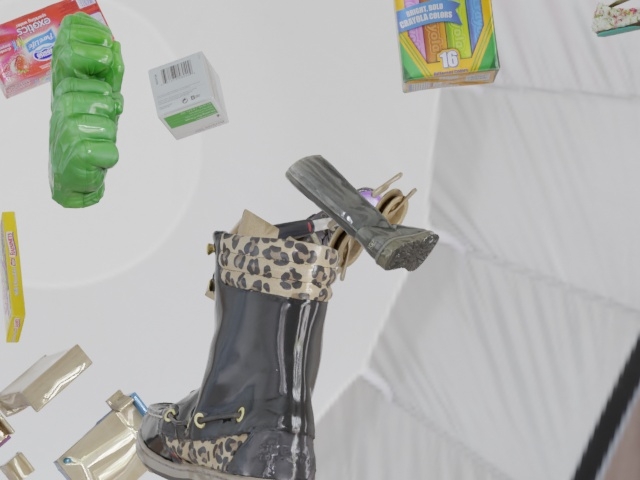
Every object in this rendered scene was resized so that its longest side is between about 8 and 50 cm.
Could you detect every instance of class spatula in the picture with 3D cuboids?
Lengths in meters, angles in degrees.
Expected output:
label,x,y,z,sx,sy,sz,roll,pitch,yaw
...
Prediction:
label,x,y,z,sx,sy,sz,roll,pitch,yaw
spatula,-0.002,-0.027,1.903,0.296,0.084,0.030,-11,2,-42

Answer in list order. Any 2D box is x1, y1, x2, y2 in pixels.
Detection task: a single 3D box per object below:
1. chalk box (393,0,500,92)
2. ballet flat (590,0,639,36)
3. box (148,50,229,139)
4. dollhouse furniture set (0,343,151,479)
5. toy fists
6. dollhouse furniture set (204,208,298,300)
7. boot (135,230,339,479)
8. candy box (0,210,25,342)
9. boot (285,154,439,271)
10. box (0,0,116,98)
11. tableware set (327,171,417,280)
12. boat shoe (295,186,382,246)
label,x,y,z,sx,sy,sz,roll,pitch,yaw
chalk box,0.222,-0.433,2.113,0.179,0.288,0.180,-7,-1,5
ballet flat,0.653,-0.460,2.285,0.241,0.077,0.091,-3,-1,34
box,-0.220,-0.241,1.916,0.101,0.102,0.087,-18,-26,8
dollhouse furniture set,-0.476,0.391,2.135,0.303,0.286,0.198,53,-31,-10
toy fists,-0.305,-0.180,1.490,0.096,0.279,0.142,2,-41,-12
dollhouse furniture set,-0.093,0.075,1.590,0.144,0.151,0.123,31,34,-16
boot,-0.094,0.135,1.272,0.138,0.284,0.377,9,-2,-22
candy box,-0.537,0.063,1.985,0.027,0.205,0.105,-3,-29,-20
boot,0.063,-0.042,1.705,0.208,0.076,0.190,38,14,24
box,-0.580,-0.416,2.441,0.257,0.128,0.122,-26,-1,-16
tableware set,0.083,-0.016,1.832,0.039,0.128,0.194,31,48,28
boat shoe,0.000,0.000,2.176,0.102,0.285,0.092,55,7,17
